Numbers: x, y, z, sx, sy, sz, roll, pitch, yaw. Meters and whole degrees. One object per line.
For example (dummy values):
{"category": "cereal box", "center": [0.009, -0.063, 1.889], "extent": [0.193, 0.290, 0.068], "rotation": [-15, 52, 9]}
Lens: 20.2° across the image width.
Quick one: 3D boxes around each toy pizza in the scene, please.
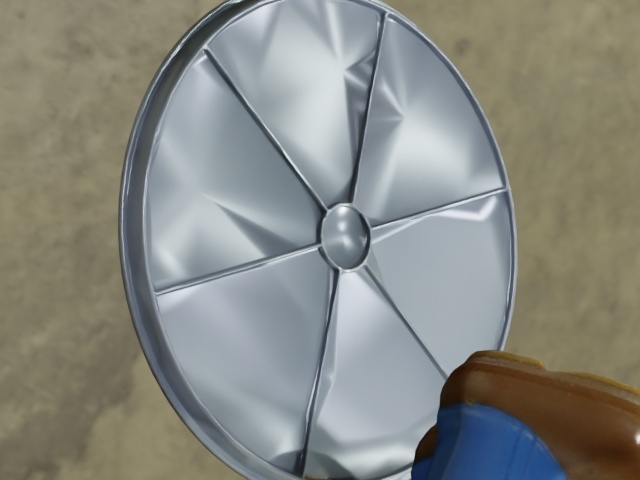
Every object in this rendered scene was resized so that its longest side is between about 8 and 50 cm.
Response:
{"category": "toy pizza", "center": [0.000, 0.000, 0.696], "extent": [0.201, 0.032, 0.201], "rotation": [6, 81, -41]}

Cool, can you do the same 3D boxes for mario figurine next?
{"category": "mario figurine", "center": [0.050, 0.210, 0.568], "extent": [0.198, 0.170, 0.320], "rotation": [48, 57, -45]}
